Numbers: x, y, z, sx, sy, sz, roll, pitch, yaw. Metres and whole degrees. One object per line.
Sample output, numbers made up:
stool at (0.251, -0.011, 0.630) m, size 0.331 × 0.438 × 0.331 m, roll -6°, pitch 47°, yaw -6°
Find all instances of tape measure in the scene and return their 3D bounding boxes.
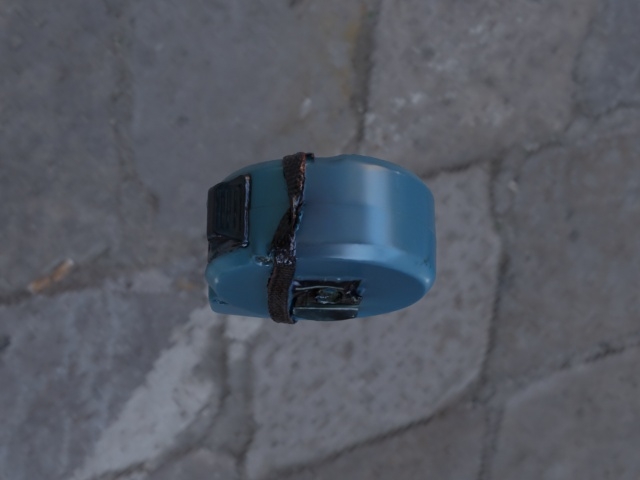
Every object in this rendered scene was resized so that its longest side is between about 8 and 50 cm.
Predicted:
tape measure at (0.000, 0.000, 0.807) m, size 0.125 × 0.081 × 0.146 m, roll 2°, pitch 161°, yaw -2°
